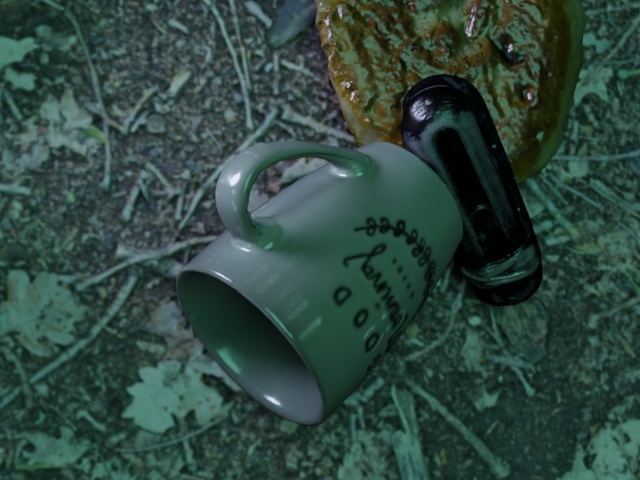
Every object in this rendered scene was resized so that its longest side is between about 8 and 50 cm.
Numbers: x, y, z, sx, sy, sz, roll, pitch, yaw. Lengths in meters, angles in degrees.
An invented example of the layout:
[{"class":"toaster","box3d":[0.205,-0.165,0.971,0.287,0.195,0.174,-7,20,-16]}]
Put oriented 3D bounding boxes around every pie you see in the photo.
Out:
[{"class":"pie","box3d":[0.134,-0.199,1.460,0.315,0.092,0.315,3,80,-15]}]

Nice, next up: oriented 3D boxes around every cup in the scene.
[{"class":"cup","box3d":[0.000,0.000,1.307,0.234,0.186,0.258,-44,134,-24]}]

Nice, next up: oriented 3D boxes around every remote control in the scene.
[{"class":"remote control","box3d":[0.149,-0.034,1.383,0.090,0.066,0.266,-16,120,18]}]
